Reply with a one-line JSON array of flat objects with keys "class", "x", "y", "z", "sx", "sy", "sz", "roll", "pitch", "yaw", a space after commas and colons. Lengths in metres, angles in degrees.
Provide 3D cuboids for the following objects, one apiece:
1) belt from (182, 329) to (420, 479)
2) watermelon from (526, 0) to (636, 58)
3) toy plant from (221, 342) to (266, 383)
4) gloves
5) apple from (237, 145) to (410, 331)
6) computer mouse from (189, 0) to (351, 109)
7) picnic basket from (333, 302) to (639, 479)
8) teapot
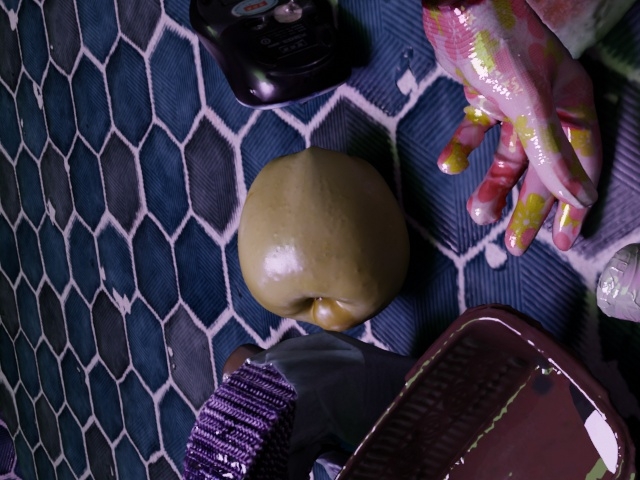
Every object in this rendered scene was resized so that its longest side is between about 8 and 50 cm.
[{"class": "belt", "x": 0.005, "y": 0.224, "z": 1.016, "sx": 0.122, "sy": 0.325, "sz": 0.260, "roll": 14, "pitch": 87, "yaw": 42}, {"class": "watermelon", "x": 0.162, "y": -0.286, "z": 0.680, "sx": 0.250, "sy": 0.292, "sz": 0.283, "roll": 41, "pitch": 141, "yaw": 1}, {"class": "toy plant", "x": -0.040, "y": 0.215, "z": 1.297, "sx": 0.200, "sy": 0.105, "sz": 0.143, "roll": 36, "pitch": 139, "yaw": 32}, {"class": "gloves", "x": 0.170, "y": -0.104, "z": 0.844, "sx": 0.145, "sy": 0.126, "sz": 0.241, "roll": -2, "pitch": 128, "yaw": 53}, {"class": "apple", "x": 0.000, "y": 0.000, "z": 1.078, "sx": 0.200, "sy": 0.200, "sz": 0.200, "roll": 27, "pitch": 123, "yaw": 51}, {"class": "computer mouse", "x": -0.058, "y": -0.217, "z": 1.133, "sx": 0.096, "sy": 0.137, "sz": 0.233, "roll": 79, "pitch": 164, "yaw": -50}, {"class": "picnic basket", "x": 0.152, "y": 0.219, "z": 0.884, "sx": 0.297, "sy": 0.129, "sz": 0.222, "roll": -54, "pitch": 51, "yaw": 14}, {"class": "teapot", "x": 0.264, "y": 0.032, "z": 0.797, "sx": 0.064, "sy": 0.064, "sz": 0.083, "roll": 31, "pitch": 95, "yaw": 40}]
